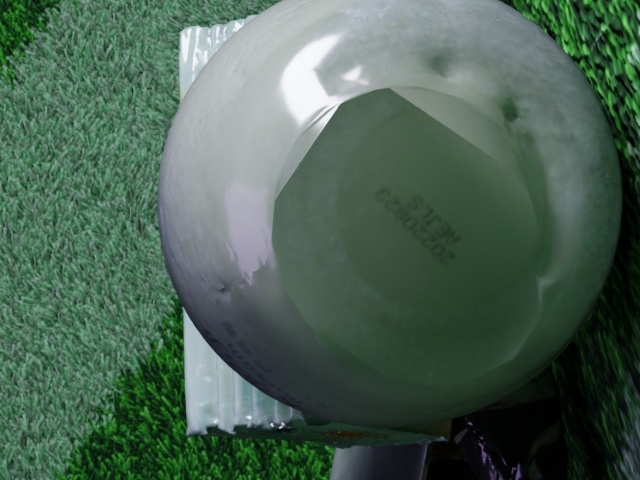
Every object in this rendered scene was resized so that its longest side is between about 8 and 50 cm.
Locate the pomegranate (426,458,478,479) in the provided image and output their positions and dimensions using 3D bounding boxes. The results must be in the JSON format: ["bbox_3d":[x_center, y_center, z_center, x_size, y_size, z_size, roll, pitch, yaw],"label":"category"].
[{"bbox_3d":[0.124,0.389,1.373,0.236,0.302,0.236,36,-153,-21],"label":"pomegranate"}]

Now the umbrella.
[{"bbox_3d":[0.179,0.243,1.049,0.113,0.106,0.358,62,-159,-71],"label":"umbrella"}]

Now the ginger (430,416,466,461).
[{"bbox_3d":[0.128,0.143,1.562,0.256,0.176,0.375,59,167,23],"label":"ginger"}]

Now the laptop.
[{"bbox_3d":[0.070,0.214,1.347,0.269,0.015,0.188,173,109,-71],"label":"laptop"}]

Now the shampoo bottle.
[{"bbox_3d":[0.048,-0.028,0.856,0.317,0.322,0.323,174,85,-77],"label":"shampoo bottle"}]

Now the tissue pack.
[{"bbox_3d":[0.000,0.000,1.166,0.287,0.162,0.388,18,-114,-55],"label":"tissue pack"}]
